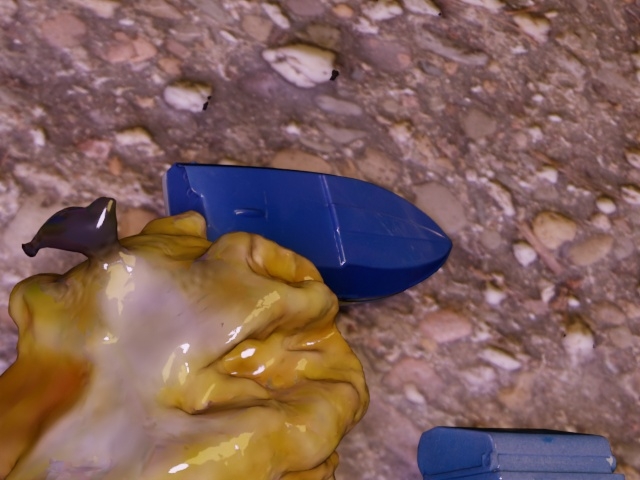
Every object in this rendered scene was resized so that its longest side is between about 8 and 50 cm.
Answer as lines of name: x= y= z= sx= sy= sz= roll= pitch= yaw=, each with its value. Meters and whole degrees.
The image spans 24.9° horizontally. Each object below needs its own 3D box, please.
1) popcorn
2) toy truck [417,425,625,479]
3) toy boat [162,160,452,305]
popcorn: x=-0.118 y=0.132 z=1.083 sx=0.297 sy=0.281 sz=0.316 roll=26 pitch=82 yaw=34
toy truck: x=0.167 y=0.312 z=1.128 sx=0.146 sy=0.175 sz=0.367 roll=3 pitch=58 yaw=-24
toy boat: x=0.000 y=0.000 z=1.287 sx=0.295 sy=0.088 sz=0.129 roll=3 pitch=62 yaw=-34
